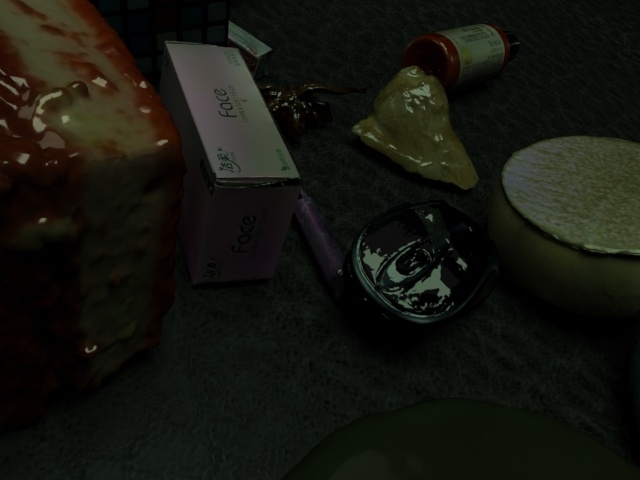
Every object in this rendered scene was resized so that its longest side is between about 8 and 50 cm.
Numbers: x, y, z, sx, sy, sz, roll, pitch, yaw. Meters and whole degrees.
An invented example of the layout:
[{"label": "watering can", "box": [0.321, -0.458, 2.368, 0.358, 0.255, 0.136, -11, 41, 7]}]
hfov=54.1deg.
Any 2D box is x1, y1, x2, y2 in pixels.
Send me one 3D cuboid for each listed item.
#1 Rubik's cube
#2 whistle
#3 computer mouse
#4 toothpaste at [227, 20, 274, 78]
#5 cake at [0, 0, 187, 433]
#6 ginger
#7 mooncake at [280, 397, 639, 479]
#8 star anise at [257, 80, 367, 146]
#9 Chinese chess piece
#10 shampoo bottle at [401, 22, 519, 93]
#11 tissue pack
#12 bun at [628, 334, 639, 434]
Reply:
[{"label": "Rubik's cube", "box": [-0.235, -0.356, 0.851, 0.182, 0.187, 0.184, -14, 57, -21]}, {"label": "whistle", "box": [0.000, 0.000, 0.717, 0.033, 0.033, 0.176, -4, 47, -26]}, {"label": "computer mouse", "box": [0.124, 0.019, 0.684, 0.137, 0.096, 0.233, 42, 35, 16]}, {"label": "toothpaste", "box": [-0.161, -0.322, 0.981, 0.196, 0.047, 0.040, 37, 40, 16]}, {"label": "cake", "box": [-0.281, -0.027, 0.447, 0.319, 0.269, 0.270, -21, 56, -36]}, {"label": "ginger", "box": [0.161, -0.163, 0.905, 0.193, 0.122, 0.115, 32, 22, 4]}, {"label": "mooncake", "box": [0.085, 0.280, 0.339, 0.356, 0.194, 0.356, 10, 46, -11]}, {"label": "star anise", "box": [-0.011, -0.198, 0.900, 0.191, 0.070, 0.097, -19, 53, -39]}, {"label": "Chinese chess piece", "box": [0.348, -0.026, 0.782, 0.270, 0.112, 0.270, -2, 39, 2]}, {"label": "shampoo bottle", "box": [0.268, -0.333, 1.132, 0.278, 0.104, 0.104, -25, 59, -41]}, {"label": "tissue pack", "box": [-0.112, -0.086, 0.679, 0.092, 0.148, 0.246, -4, 45, -25]}, {"label": "bun", "box": [0.491, 0.186, 0.606, 0.354, 0.194, 0.354, 11, 43, -10]}]
